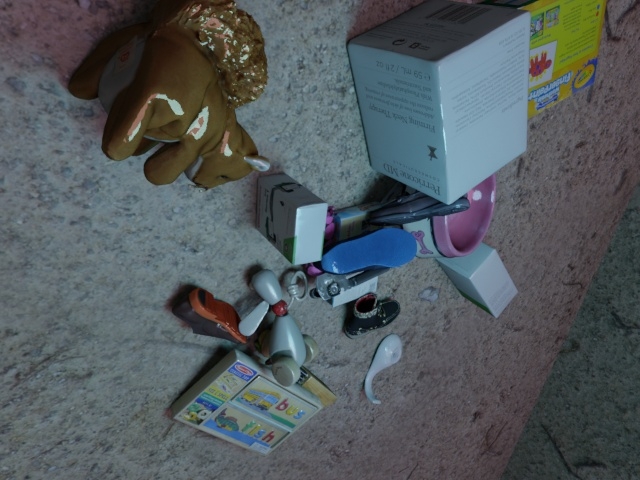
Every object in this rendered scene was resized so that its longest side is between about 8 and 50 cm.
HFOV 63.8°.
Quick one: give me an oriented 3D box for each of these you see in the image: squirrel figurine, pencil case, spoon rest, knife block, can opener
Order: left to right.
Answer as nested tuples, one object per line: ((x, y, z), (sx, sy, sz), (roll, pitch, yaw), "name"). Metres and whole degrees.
((-0.228, -0.281, 1.044), (0.397, 0.281, 0.370), (-52, 142, 2), "squirrel figurine")
((-0.054, 0.476, 1.753), (0.275, 0.088, 0.242), (-8, 120, -35), "knife block")
((0.000, 0.000, 1.518), (0.098, 0.095, 0.210), (-30, 134, -43), "pencil case")
((0.087, 0.110, 1.590), (0.283, 0.095, 0.076), (-20, 89, -36), "can opener")
((0.243, 0.498, 2.031), (0.137, 0.084, 0.277), (28, 83, -46), "spoon rest")

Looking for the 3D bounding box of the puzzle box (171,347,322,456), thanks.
((-0.214, 0.514, 1.592), (0.272, 0.052, 0.409), (-43, 127, 8), "puzzle box")

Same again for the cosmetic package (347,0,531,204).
((0.325, -0.381, 1.382), (0.327, 0.329, 0.394), (-34, 131, -20), "cosmetic package")

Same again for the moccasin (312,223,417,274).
((0.129, 0.023, 1.504), (0.341, 0.116, 0.138), (-3, 88, -32), "moccasin")

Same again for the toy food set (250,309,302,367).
((-0.146, 0.311, 1.625), (0.192, 0.038, 0.132), (-50, 142, -11), "toy food set")

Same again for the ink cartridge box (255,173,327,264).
((-0.081, -0.060, 1.323), (0.092, 0.219, 0.161), (-11, 121, -31), "ink cartridge box")

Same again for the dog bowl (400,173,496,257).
((0.433, -0.125, 1.678), (0.407, 0.150, 0.409), (-17, 113, -45), "dog bowl")

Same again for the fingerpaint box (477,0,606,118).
((0.708, -0.626, 1.665), (0.444, 0.163, 0.371), (-30, 129, -22), "fingerpaint box")

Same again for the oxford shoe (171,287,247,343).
((-0.299, 0.222, 1.422), (0.098, 0.097, 0.271), (-28, 136, 11), "oxford shoe")

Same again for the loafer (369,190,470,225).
((0.283, -0.109, 1.504), (0.109, 0.302, 0.095), (15, 68, -58), "loafer")

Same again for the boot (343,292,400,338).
((0.197, 0.243, 1.786), (0.236, 0.085, 0.179), (-23, 149, -23), "boot")

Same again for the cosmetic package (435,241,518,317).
((0.615, 0.131, 2.019), (0.155, 0.197, 0.365), (-50, 133, -3), "cosmetic package")

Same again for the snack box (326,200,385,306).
((0.110, 0.045, 1.650), (0.187, 0.060, 0.322), (-15, 124, -33), "snack box")

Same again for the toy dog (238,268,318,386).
((-0.137, 0.255, 1.500), (0.220, 0.160, 0.334), (3, 75, -56), "toy dog")

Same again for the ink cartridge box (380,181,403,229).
((0.284, -0.092, 1.705), (0.115, 0.067, 0.198), (-51, 135, -4), "ink cartridge box")
